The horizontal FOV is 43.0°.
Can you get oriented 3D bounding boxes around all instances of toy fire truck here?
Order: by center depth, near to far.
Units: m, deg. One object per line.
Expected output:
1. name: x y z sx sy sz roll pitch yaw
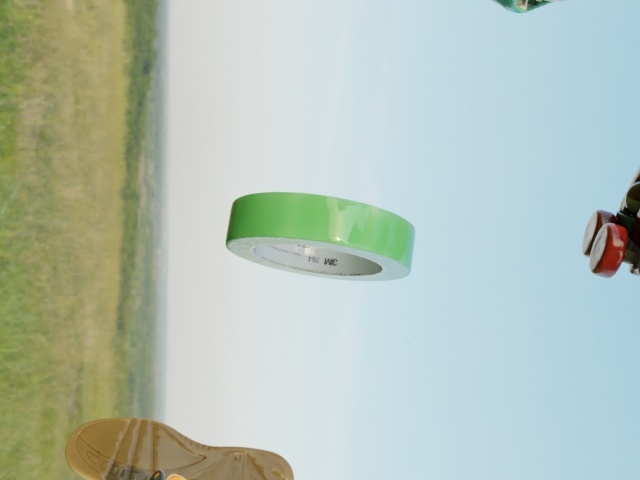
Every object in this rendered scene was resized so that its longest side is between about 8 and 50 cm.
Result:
1. toy fire truck: 0.614 -0.051 1.508 0.302 0.169 0.254 -55 162 -72

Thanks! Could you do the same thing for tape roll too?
1. tape roll: 0.000 0.000 1.397 0.321 0.321 0.077 134 -35 -75

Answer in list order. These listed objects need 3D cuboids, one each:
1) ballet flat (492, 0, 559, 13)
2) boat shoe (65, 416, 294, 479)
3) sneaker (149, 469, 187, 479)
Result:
1. ballet flat: 0.288 -0.294 0.871 0.083 0.247 0.087 86 -18 -50
2. boat shoe: -0.215 0.361 1.227 0.110 0.340 0.122 110 -6 -47
3. sneaker: -0.212 0.342 0.914 0.321 0.124 0.180 7 -118 50
